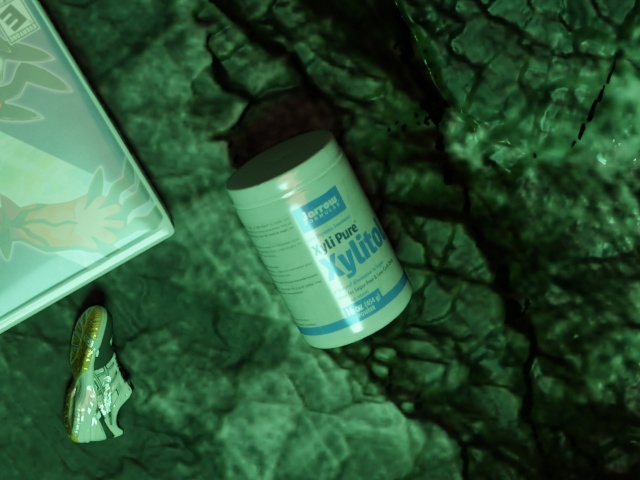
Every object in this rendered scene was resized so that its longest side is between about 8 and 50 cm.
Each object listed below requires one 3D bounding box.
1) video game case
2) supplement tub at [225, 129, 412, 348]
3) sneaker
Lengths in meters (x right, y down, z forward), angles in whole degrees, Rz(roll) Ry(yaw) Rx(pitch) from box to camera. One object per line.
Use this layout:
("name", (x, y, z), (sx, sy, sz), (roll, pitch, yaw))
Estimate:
("video game case", (-0.212, -0.032, 1.090), (0.201, 0.023, 0.183), (-30, 107, 1))
("supplement tub", (0.000, 0.000, 1.102), (0.071, 0.071, 0.107), (-28, 108, 1))
("sneaker", (-0.125, 0.076, 1.132), (0.037, 0.032, 0.083), (2, 110, -22))
